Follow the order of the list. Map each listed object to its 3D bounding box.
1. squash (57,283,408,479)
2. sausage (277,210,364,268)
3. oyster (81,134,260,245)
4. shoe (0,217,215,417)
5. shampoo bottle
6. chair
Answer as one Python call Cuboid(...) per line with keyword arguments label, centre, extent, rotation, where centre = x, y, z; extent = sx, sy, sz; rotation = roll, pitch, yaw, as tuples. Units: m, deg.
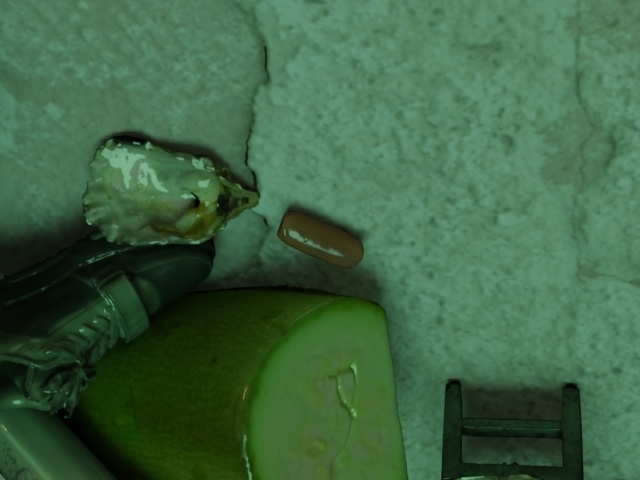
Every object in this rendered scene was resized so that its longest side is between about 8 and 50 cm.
Cuboid(label="squash", centre=(-0.103, 0.166, 1.705), extent=(0.309, 0.210, 0.233), rotation=(4, 108, 48))
Cuboid(label="sausage", centre=(0.000, 0.000, 1.627), extent=(0.083, 0.034, 0.034), rotation=(24, 129, -14))
Cuboid(label="oyster", centre=(-0.142, -0.046, 1.591), extent=(0.146, 0.045, 0.121), rotation=(-30, 106, 1))
Cuboid(label="shoe", centre=(-0.220, 0.091, 1.609), extent=(0.293, 0.149, 0.109), rotation=(-20, 143, -1))
Cuboid(label="shampoo bottle", centre=(-0.255, 0.223, 1.687), extent=(0.359, 0.078, 0.134), rotation=(42, 157, 26))
Cuboid(label="chair", centre=(0.180, 0.275, 1.685), extent=(0.136, 0.270, 0.147), rotation=(2, 132, 7))
